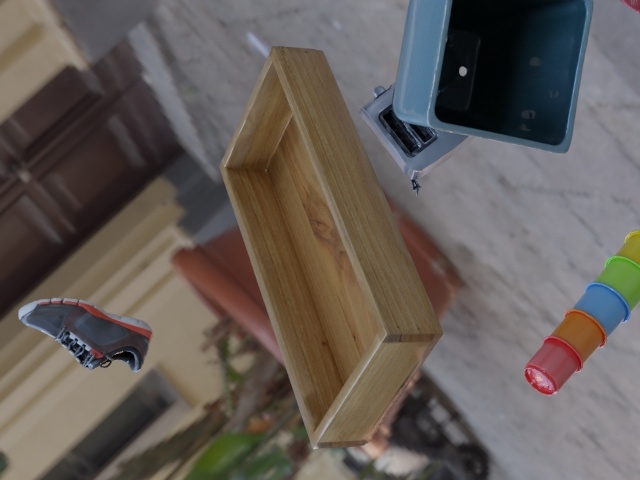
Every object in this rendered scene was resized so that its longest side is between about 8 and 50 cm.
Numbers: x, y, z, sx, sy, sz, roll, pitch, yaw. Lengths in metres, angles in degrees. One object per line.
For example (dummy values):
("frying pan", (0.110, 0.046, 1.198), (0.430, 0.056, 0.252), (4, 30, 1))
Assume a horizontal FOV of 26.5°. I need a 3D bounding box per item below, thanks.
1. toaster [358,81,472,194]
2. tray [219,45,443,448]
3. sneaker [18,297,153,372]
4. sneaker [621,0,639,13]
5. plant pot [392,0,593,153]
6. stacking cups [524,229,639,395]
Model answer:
("toaster", (0.177, -0.205, 2.315), (0.186, 0.168, 0.110), (53, 180, 5))
("tray", (0.000, 0.000, 1.503), (0.203, 0.076, 0.411), (-62, 37, 42))
("sneaker", (-0.261, 0.109, 1.514), (0.157, 0.065, 0.061), (16, 152, -24))
("sneaker", (0.458, -0.306, 1.659), (0.221, 0.087, 0.128), (5, -169, -2))
("plant pot", (0.236, -0.276, 2.115), (0.247, 0.248, 0.252), (9, -179, -23))
("stacking cups", (0.432, 0.111, 2.139), (0.096, 0.316, 0.096), (36, 151, 24))
